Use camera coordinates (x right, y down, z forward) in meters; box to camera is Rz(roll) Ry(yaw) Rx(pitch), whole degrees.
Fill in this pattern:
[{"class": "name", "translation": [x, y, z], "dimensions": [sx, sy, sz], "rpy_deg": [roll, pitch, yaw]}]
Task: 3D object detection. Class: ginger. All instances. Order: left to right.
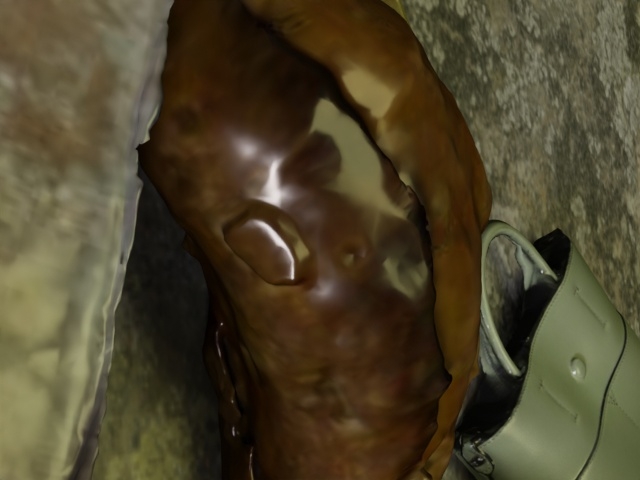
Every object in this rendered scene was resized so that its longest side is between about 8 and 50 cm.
[{"class": "ginger", "translation": [0.000, 0.000, 0.584], "dimensions": [0.165, 0.172, 0.321], "rpy_deg": [-124, -166, -75]}]

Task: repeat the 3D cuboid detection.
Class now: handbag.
[{"class": "handbag", "translation": [0.174, 0.124, 0.928], "dimensions": [0.315, 0.109, 0.241], "rpy_deg": [51, 40, -19]}]

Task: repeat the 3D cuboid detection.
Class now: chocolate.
[{"class": "chocolate", "translation": [-0.154, -0.024, 0.409], "dimensions": [0.185, 0.100, 0.303], "rpy_deg": [30, 56, -39]}]

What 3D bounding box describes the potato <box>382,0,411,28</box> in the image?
[{"class": "potato", "translation": [0.013, -0.143, 0.720], "dimensions": [0.096, 0.066, 0.103], "rpy_deg": [-71, 140, -75]}]
